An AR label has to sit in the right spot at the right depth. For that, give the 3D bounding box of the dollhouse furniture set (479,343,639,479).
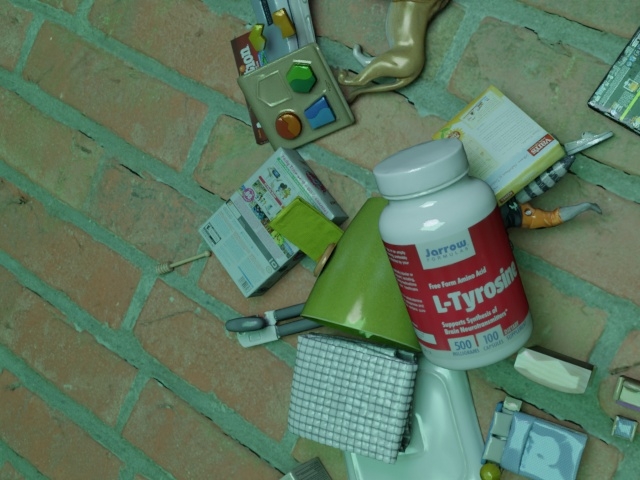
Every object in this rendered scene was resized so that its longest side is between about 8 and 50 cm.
[{"bbox_3d":[0.475,0.388,1.524,0.287,0.198,0.303,18,92,23],"label":"dollhouse furniture set"}]

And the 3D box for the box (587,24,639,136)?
[{"bbox_3d":[0.670,-0.308,1.554,0.184,0.045,0.190,35,101,18],"label":"box"}]

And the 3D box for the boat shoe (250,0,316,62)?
[{"bbox_3d":[-0.072,-0.595,1.845,0.136,0.157,0.366,-10,96,51],"label":"boat shoe"}]

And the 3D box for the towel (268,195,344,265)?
[{"bbox_3d":[0.000,0.000,1.770,0.237,0.021,0.102,39,108,-26],"label":"towel"}]

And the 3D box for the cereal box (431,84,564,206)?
[{"bbox_3d":[0.357,-0.195,1.579,0.173,0.047,0.240,-40,46,9],"label":"cereal box"}]

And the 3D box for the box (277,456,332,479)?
[{"bbox_3d":[-0.019,0.642,1.774,0.127,0.149,0.232,-40,73,19],"label":"box"}]

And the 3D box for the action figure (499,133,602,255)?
[{"bbox_3d":[0.362,-0.110,1.619,0.330,0.178,0.341,-28,78,11],"label":"action figure"}]

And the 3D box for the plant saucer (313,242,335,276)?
[{"bbox_3d":[0.006,0.040,1.659,0.013,0.083,0.083,30,101,-2],"label":"plant saucer"}]

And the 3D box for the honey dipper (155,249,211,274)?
[{"bbox_3d":[-0.355,0.055,2.008,0.161,0.030,0.030,-17,82,21],"label":"honey dipper"}]

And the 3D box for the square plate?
[{"bbox_3d":[0.189,0.440,1.742,0.344,0.049,0.347,-17,81,22],"label":"square plate"}]

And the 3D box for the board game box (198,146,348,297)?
[{"bbox_3d":[-0.118,-0.042,1.869,0.303,0.097,0.224,-42,73,18],"label":"board game box"}]

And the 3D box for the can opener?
[{"bbox_3d":[-0.090,0.198,1.857,0.281,0.093,0.074,-15,81,18],"label":"can opener"}]

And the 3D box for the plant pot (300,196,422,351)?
[{"bbox_3d":[0.130,0.065,1.686,0.275,0.275,0.293,13,81,24],"label":"plant pot"}]

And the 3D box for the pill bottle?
[{"bbox_3d":[0.247,0.023,1.479,0.229,0.229,0.407,-14,110,23],"label":"pill bottle"}]

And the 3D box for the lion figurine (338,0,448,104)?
[{"bbox_3d":[0.189,-0.485,1.742,0.240,0.142,0.392,13,108,16],"label":"lion figurine"}]

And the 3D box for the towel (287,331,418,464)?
[{"bbox_3d":[0.077,0.337,1.708,0.284,0.121,0.234,9,90,26],"label":"towel"}]

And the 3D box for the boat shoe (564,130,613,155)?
[{"bbox_3d":[0.557,-0.210,1.607,0.100,0.035,0.035,-24,81,28],"label":"boat shoe"}]

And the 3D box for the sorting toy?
[{"bbox_3d":[-0.082,-0.366,1.799,0.229,0.041,0.307,-19,113,24],"label":"sorting toy"}]

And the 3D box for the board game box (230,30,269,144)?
[{"bbox_3d":[-0.128,-0.394,1.922,0.145,0.027,0.281,-19,81,24],"label":"board game box"}]
